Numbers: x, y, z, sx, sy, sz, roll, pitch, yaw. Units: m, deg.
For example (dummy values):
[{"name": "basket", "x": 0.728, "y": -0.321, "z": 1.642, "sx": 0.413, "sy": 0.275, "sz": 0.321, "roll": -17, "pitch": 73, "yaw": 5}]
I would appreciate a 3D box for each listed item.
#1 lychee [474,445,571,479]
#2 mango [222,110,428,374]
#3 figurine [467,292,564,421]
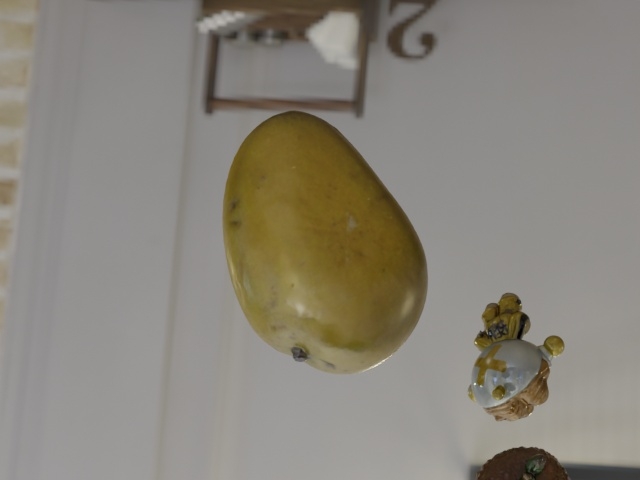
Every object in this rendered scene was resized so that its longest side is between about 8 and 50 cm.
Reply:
[{"name": "lychee", "x": 0.215, "y": 0.275, "z": 1.543, "sx": 0.114, "sy": 0.114, "sz": 0.146, "roll": 4, "pitch": 143, "yaw": 2}, {"name": "mango", "x": 0.000, "y": 0.000, "z": 1.028, "sx": 0.137, "sy": 0.195, "sz": 0.098, "roll": -10, "pitch": 161, "yaw": -13}, {"name": "figurine", "x": 0.179, "y": 0.105, "z": 1.356, "sx": 0.068, "sy": 0.143, "sz": 0.101, "roll": 41, "pitch": 143, "yaw": -26}]
